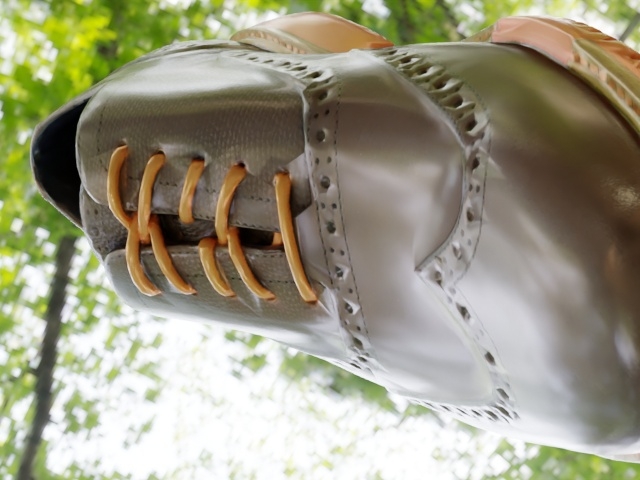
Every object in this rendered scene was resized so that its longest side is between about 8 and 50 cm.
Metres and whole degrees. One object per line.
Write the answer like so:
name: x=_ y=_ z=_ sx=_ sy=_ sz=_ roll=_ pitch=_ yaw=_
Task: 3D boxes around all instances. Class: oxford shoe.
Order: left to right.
oxford shoe: x=0.000 y=0.000 z=0.493 sx=0.133 sy=0.130 sz=0.364 roll=-12 pitch=-167 yaw=-21
